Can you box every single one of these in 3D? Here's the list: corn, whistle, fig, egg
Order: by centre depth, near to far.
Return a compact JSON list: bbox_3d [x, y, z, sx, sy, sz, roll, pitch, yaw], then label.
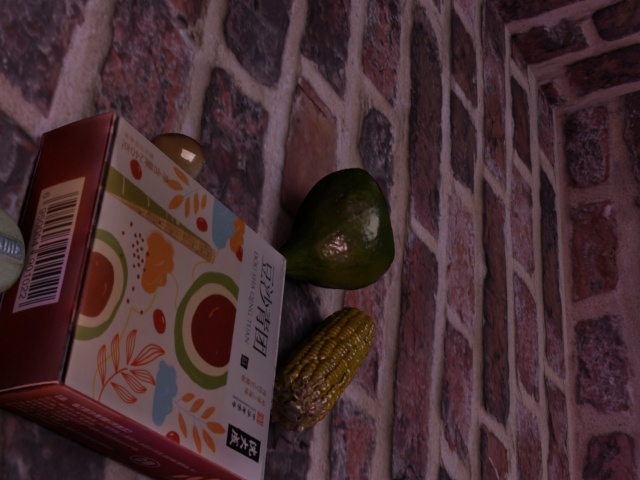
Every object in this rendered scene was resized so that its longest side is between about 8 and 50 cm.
[{"bbox_3d":[-0.382,-0.007,1.013,0.198,0.057,0.104,33,50,-54],"label":"whistle"},{"bbox_3d":[-0.202,-0.115,1.381,0.083,0.071,0.071,26,54,-34],"label":"egg"},{"bbox_3d":[0.003,0.201,1.584,0.318,0.115,0.115,-42,115,-61],"label":"corn"},{"bbox_3d":[0.000,0.000,1.646,0.203,0.235,0.203,160,-90,-76],"label":"fig"}]

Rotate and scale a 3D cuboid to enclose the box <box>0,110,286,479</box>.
[{"bbox_3d":[-0.204,0.093,1.227,0.385,0.122,0.345,43,43,-47],"label":"box"}]
